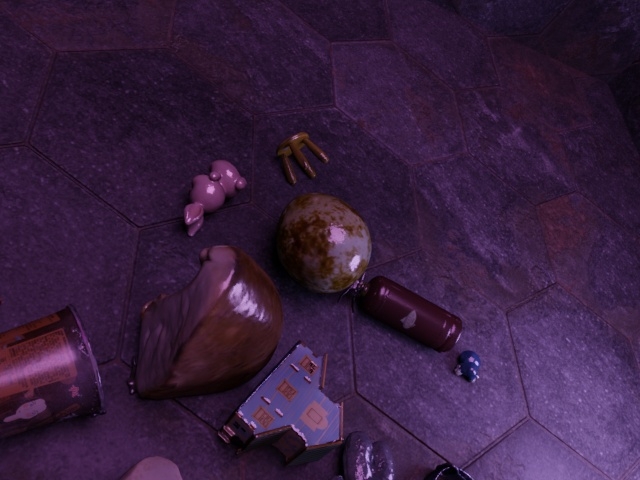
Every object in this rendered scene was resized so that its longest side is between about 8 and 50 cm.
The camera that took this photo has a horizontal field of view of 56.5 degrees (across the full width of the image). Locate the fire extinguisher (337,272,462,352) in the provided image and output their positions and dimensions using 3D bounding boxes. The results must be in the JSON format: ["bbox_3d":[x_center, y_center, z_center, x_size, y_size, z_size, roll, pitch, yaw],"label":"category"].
[{"bbox_3d":[0.211,0.191,1.603,0.337,0.114,0.135,30,62,-11],"label":"fire extinguisher"}]

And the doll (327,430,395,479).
[{"bbox_3d":[0.125,0.567,1.263,0.246,0.158,0.340,33,44,-24],"label":"doll"}]

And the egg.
[{"bbox_3d":[0.000,0.000,1.526,0.238,0.238,0.289,-3,38,-33],"label":"egg"}]

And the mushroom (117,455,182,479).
[{"bbox_3d":[-0.365,0.521,1.023,0.128,0.128,0.350,44,52,3],"label":"mushroom"}]

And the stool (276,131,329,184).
[{"bbox_3d":[-0.057,-0.241,1.737,0.135,0.134,0.110,-32,81,4],"label":"stool"}]

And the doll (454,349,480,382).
[{"bbox_3d":[0.420,0.350,1.666,0.076,0.050,0.083,34,46,-13],"label":"doll"}]

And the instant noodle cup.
[{"bbox_3d":[-0.520,0.245,1.065,0.207,0.217,0.217,-16,68,-31],"label":"instant noodle cup"}]

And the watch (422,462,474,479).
[{"bbox_3d":[0.313,0.632,1.396,0.193,0.068,0.206,-2,64,-36],"label":"watch"}]

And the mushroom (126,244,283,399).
[{"bbox_3d":[-0.178,0.167,1.194,0.313,0.397,0.224,10,57,-29],"label":"mushroom"}]

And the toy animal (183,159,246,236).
[{"bbox_3d":[-0.294,-0.117,1.510,0.124,0.124,0.212,44,54,2],"label":"toy animal"}]

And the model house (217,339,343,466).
[{"bbox_3d":[-0.057,0.378,1.264,0.206,0.178,0.271,40,44,7],"label":"model house"}]
